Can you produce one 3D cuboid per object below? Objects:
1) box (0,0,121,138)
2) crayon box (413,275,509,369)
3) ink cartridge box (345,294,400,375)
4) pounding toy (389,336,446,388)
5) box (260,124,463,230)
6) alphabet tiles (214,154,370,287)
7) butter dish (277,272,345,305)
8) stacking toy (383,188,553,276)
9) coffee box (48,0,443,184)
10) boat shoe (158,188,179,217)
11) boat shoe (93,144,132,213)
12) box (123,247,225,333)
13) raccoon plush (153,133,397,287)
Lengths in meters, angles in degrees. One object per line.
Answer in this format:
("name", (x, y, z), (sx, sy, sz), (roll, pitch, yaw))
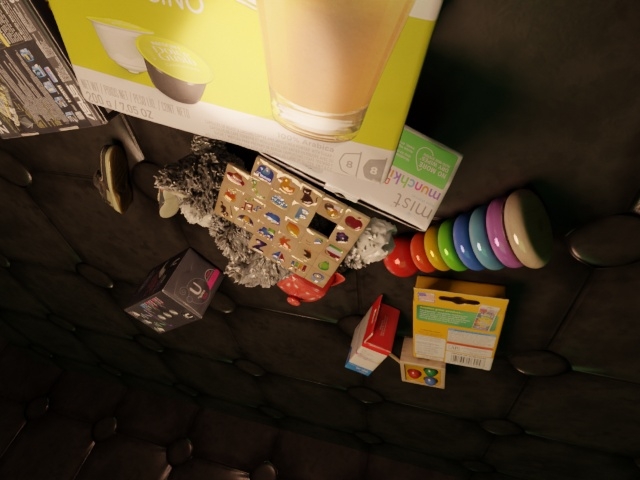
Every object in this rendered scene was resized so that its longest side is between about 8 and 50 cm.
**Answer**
("box", (-0.562, -0.377, 0.733), (0.317, 0.097, 0.395), (-2, 132, 23))
("crayon box", (0.336, 0.194, 1.055), (0.202, 0.083, 0.323), (6, 140, 18))
("ink cartridge box", (0.149, 0.264, 1.177), (0.077, 0.134, 0.231), (22, 142, 0))
("pounding toy", (0.288, 0.391, 1.297), (0.180, 0.094, 0.206), (5, 138, 19))
("box", (0.046, -0.130, 0.675), (0.261, 0.127, 0.231), (26, -175, -5))
("alphabet tiles", (-0.062, -0.030, 0.714), (0.237, 0.009, 0.198), (29, 136, -2))
("butter dish", (-0.047, 0.110, 1.084), (0.159, 0.118, 0.160), (35, 151, -16))
("stacking toy", (0.266, 0.008, 0.850), (0.330, 0.141, 0.141), (-16, 129, 46))
("coffee box", (-0.033, -0.323, 0.411), (0.337, 0.339, 0.335), (16, 141, 5))
("boat shoe", (-0.379, -0.106, 1.056), (0.043, 0.049, 0.137), (59, 149, 20))
("boat shoe", (-0.513, -0.148, 1.036), (0.073, 0.080, 0.224), (18, 146, -4))
("box", (-0.442, 0.158, 1.291), (0.270, 0.165, 0.143), (-24, 124, 42))
("raccoon plush", (-0.096, -0.094, 0.825), (0.445, 0.216, 0.299), (-14, 125, 33))
